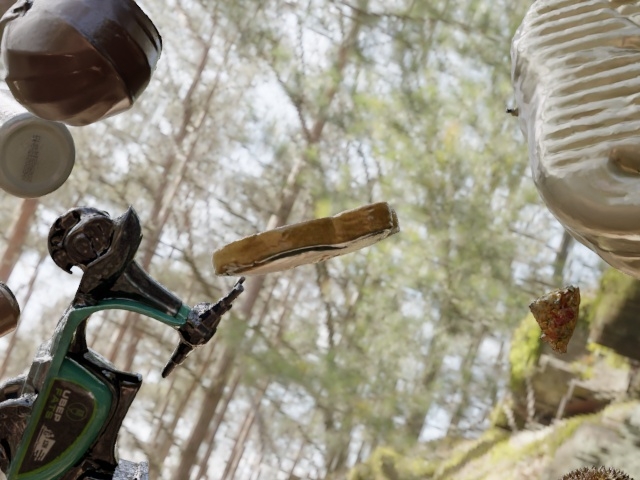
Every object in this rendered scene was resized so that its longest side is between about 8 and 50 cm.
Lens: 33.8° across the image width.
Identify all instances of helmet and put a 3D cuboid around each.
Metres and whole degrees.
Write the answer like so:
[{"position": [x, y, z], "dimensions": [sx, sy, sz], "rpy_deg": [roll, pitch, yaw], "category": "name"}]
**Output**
[{"position": [-0.170, -0.117, 0.717], "dimensions": [0.123, 0.070, 0.098], "rpy_deg": [-17, -47, 21], "category": "helmet"}]

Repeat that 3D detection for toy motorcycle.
[{"position": [-0.112, 0.066, 0.544], "dimensions": [0.100, 0.173, 0.058], "rpy_deg": [20, 8, -13], "category": "toy motorcycle"}]

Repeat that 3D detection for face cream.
[{"position": [-0.380, -0.129, 1.253], "dimensions": [0.101, 0.101, 0.251], "rpy_deg": [37, -5, -38], "category": "face cream"}]

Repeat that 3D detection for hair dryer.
[{"position": [-0.417, 0.085, 1.135], "dimensions": [0.181, 0.117, 0.064], "rpy_deg": [5, -63, 42], "category": "hair dryer"}]

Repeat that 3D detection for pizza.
[{"position": [0.271, 0.088, 1.210], "dimensions": [0.078, 0.083, 0.025], "rpy_deg": [15, -1, -37], "category": "pizza"}]

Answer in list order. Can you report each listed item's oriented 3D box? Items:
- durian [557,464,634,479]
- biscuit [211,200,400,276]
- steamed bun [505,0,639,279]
[{"position": [0.416, 0.410, 1.581], "dimensions": [0.168, 0.137, 0.158], "rpy_deg": [2, 13, -8], "category": "durian"}, {"position": [0.001, 0.002, 1.651], "dimensions": [0.287, 0.057, 0.343], "rpy_deg": [-18, -5, 37], "category": "biscuit"}, {"position": [0.355, -0.112, 0.982], "dimensions": [0.342, 0.368, 0.255], "rpy_deg": [-14, -41, 13], "category": "steamed bun"}]
